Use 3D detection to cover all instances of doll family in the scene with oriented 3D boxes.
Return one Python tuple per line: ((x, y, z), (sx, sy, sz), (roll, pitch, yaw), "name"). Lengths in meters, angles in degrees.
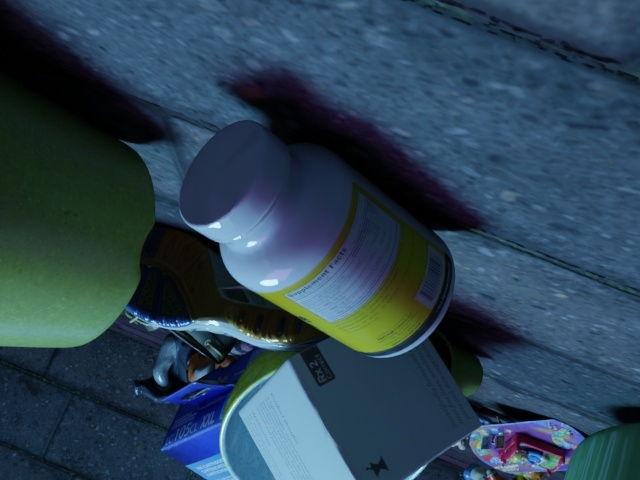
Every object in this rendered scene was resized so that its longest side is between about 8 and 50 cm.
((0.271, 0.324, 1.361), (0.263, 0.118, 0.163), (48, 164, -19), "doll family")

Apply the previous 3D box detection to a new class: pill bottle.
((0.000, 0.000, 0.555), (0.103, 0.103, 0.184), (6, 158, 48), "pill bottle")

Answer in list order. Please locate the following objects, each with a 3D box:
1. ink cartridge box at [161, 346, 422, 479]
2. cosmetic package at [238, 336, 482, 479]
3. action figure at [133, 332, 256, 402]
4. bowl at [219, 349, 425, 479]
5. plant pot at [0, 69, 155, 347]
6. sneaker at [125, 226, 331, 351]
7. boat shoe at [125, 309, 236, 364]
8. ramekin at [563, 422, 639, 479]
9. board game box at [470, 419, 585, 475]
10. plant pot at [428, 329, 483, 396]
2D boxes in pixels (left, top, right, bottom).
((-0.064, 0.319, 1.373), (0.395, 0.151, 0.270), (40, 133, -19), "ink cartridge box")
((0.034, 0.183, 0.872), (0.151, 0.152, 0.183), (59, 149, 12), "cosmetic package")
((-0.182, 0.234, 1.686), (0.341, 0.178, 0.330), (-4, -169, -37), "action figure")
((0.009, 0.215, 1.148), (0.290, 0.289, 0.156), (28, -152, -22), "bowl")
((-0.275, -0.028, 0.624), (0.276, 0.275, 0.254), (9, 172, 43), "plant pot")
((-0.109, 0.072, 0.964), (0.297, 0.111, 0.131), (17, 165, 23), "sneaker")
((-0.237, 0.099, 1.283), (0.109, 0.091, 0.305), (7, 159, 46), "boat shoe")
((0.396, 0.324, 0.904), (0.304, 0.148, 0.303), (17, 146, 12), "ramekin")
((0.302, 0.314, 1.222), (0.169, 0.033, 0.133), (-11, 131, 27), "board game box")
((0.139, 0.145, 0.945), (0.079, 0.083, 0.083), (20, 171, -41), "plant pot")
